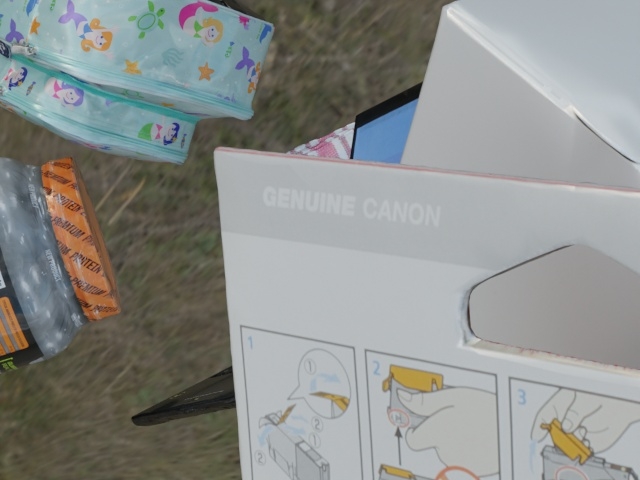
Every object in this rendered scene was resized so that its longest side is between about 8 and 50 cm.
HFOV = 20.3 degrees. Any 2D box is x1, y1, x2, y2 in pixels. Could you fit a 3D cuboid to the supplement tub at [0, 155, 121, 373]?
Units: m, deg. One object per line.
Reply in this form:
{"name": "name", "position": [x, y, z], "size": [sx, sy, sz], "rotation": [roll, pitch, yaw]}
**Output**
{"name": "supplement tub", "position": [-0.352, 0.041, 1.621], "size": [0.316, 0.193, 0.194], "rotation": [-17, 85, -3]}

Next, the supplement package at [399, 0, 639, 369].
{"name": "supplement package", "position": [0.132, 0.050, 0.740], "size": [0.175, 0.293, 0.177], "rotation": [-19, 50, -35]}

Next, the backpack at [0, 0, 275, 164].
{"name": "backpack", "position": [-0.175, -0.172, 1.612], "size": [0.225, 0.253, 0.191], "rotation": [14, 89, -45]}

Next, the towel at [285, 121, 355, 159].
{"name": "towel", "position": [0.059, -0.041, 1.637], "size": [0.197, 0.029, 0.144], "rotation": [-24, 104, 5]}

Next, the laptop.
{"name": "laptop", "position": [0.000, 0.000, 1.171], "size": [0.264, 0.234, 0.136], "rotation": [-26, 92, -27]}

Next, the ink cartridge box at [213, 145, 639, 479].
{"name": "ink cartridge box", "position": [0.093, 0.108, 0.521], "size": [0.066, 0.296, 0.261], "rotation": [-11, 104, -45]}
